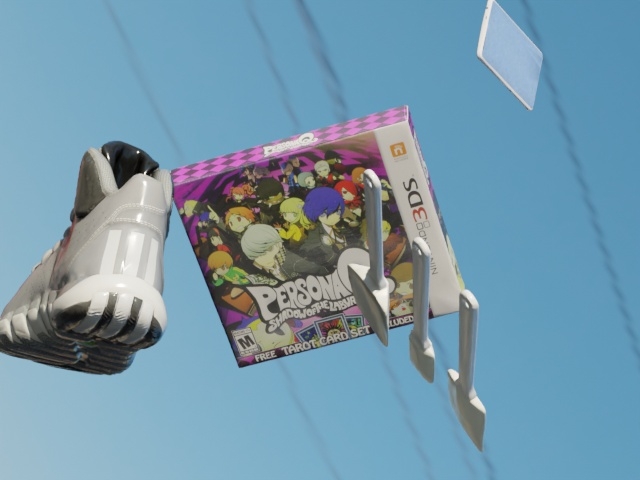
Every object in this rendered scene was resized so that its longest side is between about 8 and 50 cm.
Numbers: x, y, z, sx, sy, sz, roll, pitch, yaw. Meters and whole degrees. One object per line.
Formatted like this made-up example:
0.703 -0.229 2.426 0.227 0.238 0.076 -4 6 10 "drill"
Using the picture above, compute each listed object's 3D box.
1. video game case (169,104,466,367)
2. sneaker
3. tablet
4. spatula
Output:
0.000 0.000 1.689 0.042 0.232 0.210 -89 162 -62 "video game case"
-0.138 0.008 1.132 0.229 0.086 0.132 -21 -125 63 "sneaker"
0.146 -0.142 1.386 0.006 0.054 0.083 -5 -30 36 "tablet"
0.070 0.053 1.353 0.168 0.019 0.242 54 -13 26 "spatula"
